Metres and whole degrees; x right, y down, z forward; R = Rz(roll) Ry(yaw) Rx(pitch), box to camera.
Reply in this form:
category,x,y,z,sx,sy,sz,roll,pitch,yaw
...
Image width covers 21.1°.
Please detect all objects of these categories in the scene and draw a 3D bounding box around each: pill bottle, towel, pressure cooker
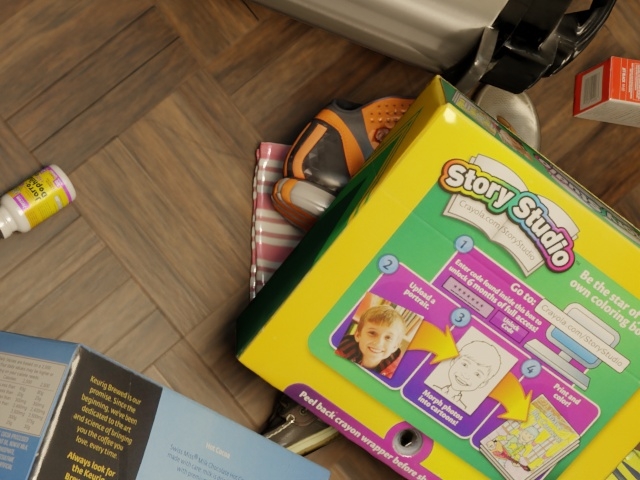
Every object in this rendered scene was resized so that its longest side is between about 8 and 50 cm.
category,x,y,z,sx,sy,sz,roll,pitch,yaw
pill bottle,-0.284,-0.036,1.685,0.083,0.043,0.043,-36,93,-19
towel,0.000,0.000,1.775,0.144,0.029,0.197,5,81,-16
pressure cooker,0.118,-0.359,1.694,0.420,0.375,0.370,21,107,-13

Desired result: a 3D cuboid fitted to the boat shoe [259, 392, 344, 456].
category,x,y,z,sx,sy,sz,roll,pitch,yaw
boat shoe,-0.012,0.174,1.723,0.223,0.080,0.073,-23,83,-24

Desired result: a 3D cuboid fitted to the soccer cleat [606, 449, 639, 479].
category,x,y,z,sx,sy,sz,roll,pitch,yaw
soccer cleat,0.283,0.219,1.793,0.289,0.093,0.121,26,78,-11

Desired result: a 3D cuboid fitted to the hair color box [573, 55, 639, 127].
category,x,y,z,sx,sy,sz,roll,pitch,yaw
hair color box,0.372,-0.156,1.879,0.167,0.093,0.053,9,80,-16

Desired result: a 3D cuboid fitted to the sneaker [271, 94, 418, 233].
category,x,y,z,sx,sy,sz,roll,pitch,yaw
sneaker,0.122,-0.038,1.741,0.321,0.124,0.180,33,75,-17

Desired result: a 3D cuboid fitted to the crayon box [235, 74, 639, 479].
category,x,y,z,sx,sy,sz,roll,pitch,yaw
crayon box,0.155,0.079,1.628,0.363,0.106,0.313,36,104,-14

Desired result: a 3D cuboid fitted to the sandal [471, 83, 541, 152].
category,x,y,z,sx,sy,sz,roll,pitch,yaw
sandal,0.189,-0.066,1.826,0.090,0.060,0.219,19,77,-14

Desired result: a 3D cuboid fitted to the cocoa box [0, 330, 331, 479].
category,x,y,z,sx,sy,sz,roll,pitch,yaw
cocoa box,-0.201,0.237,1.498,0.347,0.231,0.228,34,69,-45
